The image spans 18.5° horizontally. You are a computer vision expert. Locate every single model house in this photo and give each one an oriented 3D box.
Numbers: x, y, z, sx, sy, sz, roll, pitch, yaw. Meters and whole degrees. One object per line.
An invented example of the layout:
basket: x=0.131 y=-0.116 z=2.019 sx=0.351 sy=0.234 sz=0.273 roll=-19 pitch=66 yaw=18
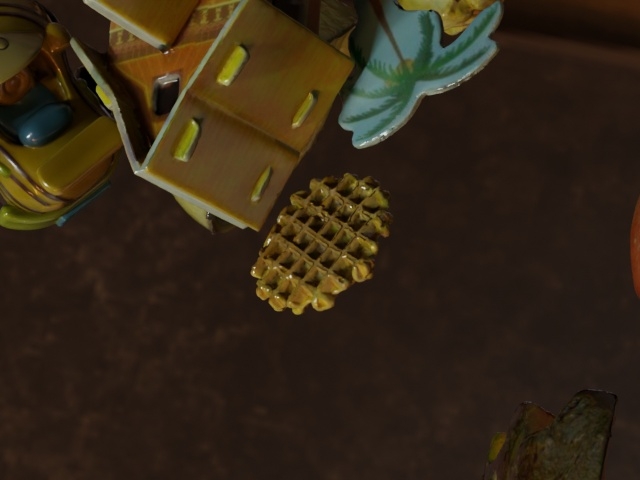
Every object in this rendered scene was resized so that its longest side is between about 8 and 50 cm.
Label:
model house: x=-0.060 y=-0.197 z=1.622 sx=0.300 sy=0.340 sz=0.323 roll=28 pitch=-119 yaw=-50

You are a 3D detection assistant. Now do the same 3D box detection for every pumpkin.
pumpkin: x=0.176 y=0.245 z=1.610 sx=0.254 sy=0.130 sz=0.149 roll=81 pitch=-154 yaw=-43

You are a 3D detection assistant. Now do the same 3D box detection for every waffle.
waffle: x=0.003 y=0.002 z=2.236 sx=0.038 sy=0.191 sz=0.191 roll=45 pitch=-131 yaw=-43

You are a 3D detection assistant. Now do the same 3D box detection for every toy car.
toy car: x=-0.292 y=-0.134 z=1.845 sx=0.200 sy=0.248 sz=0.142 roll=-44 pitch=3 yaw=-23

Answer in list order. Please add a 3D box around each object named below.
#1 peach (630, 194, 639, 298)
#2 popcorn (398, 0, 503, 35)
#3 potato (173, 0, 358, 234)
peach: x=0.380 y=0.021 z=1.670 sx=0.235 sy=0.214 sz=0.214 roll=52 pitch=-137 yaw=-44
popcorn: x=0.130 y=-0.347 z=2.336 sx=0.204 sy=0.221 sz=0.184 roll=-58 pitch=-28 yaw=10
potato: x=-0.135 y=-0.179 z=2.470 sx=0.330 sy=0.213 sz=0.280 roll=-36 pitch=-26 yaw=-50
